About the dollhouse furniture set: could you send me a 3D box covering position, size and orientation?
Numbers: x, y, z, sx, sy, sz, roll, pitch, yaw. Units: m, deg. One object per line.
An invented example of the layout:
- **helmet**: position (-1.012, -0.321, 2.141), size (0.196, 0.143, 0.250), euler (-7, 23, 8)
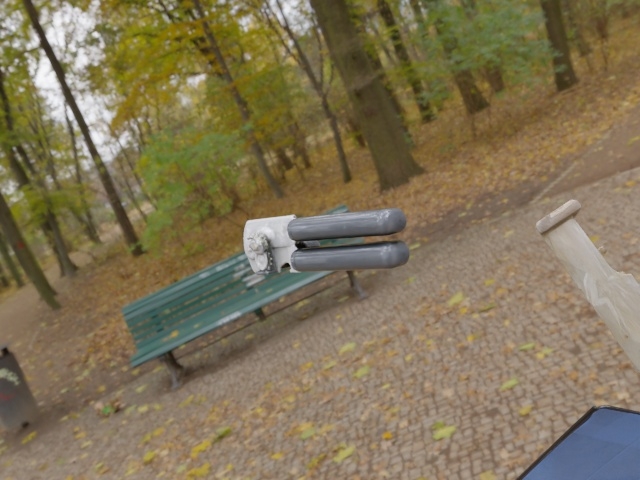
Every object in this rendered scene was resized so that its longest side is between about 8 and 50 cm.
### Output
- **dollhouse furniture set**: position (0.551, -0.026, 0.927), size (0.394, 0.256, 0.362), euler (-36, -13, 16)

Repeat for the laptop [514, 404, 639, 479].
- **laptop**: position (0.427, 0.395, 0.704), size (0.236, 0.408, 0.382), euler (-16, -35, -21)

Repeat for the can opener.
- **can opener**: position (0.000, 0.000, 0.810), size (0.093, 0.074, 0.280), euler (-11, 4, -40)
